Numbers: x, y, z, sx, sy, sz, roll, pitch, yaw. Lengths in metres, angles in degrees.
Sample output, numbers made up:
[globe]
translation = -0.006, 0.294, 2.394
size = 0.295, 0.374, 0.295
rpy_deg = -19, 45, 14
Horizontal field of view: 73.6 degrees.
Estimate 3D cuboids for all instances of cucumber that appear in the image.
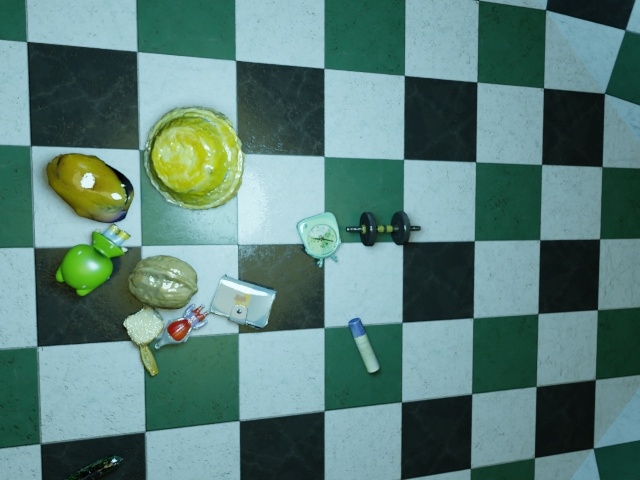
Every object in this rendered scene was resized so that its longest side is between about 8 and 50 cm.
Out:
[cucumber]
translation = -0.845, 0.850, 1.558
size = 0.245, 0.067, 0.067
rpy_deg = -30, 99, -13

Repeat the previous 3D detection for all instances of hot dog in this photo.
[hot dog]
translation = -0.649, 0.441, 1.602
size = 0.044, 0.028, 0.137
rpy_deg = -28, 103, -38

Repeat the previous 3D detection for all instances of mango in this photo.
[mango]
translation = -0.786, -0.182, 1.470
size = 0.287, 0.152, 0.201
rpy_deg = 42, 68, -12

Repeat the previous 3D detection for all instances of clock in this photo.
[clock]
translation = 0.000, 0.000, 1.728
size = 0.159, 0.066, 0.211
rpy_deg = -17, 97, -13

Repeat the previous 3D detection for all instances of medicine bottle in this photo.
[medicine bottle]
translation = 0.182, 0.439, 1.799
size = 0.059, 0.059, 0.231
rpy_deg = -23, 98, -12

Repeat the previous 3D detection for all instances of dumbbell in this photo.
[dumbbell]
translation = 0.261, -0.047, 1.752
size = 0.325, 0.143, 0.143
rpy_deg = -2, 93, -14

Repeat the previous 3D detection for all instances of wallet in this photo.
[wallet]
translation = -0.300, 0.241, 1.664
size = 0.230, 0.069, 0.170
rpy_deg = 20, 83, -9

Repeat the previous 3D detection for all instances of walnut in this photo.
[walnut]
translation = -0.558, 0.149, 1.532
size = 0.244, 0.198, 0.198
rpy_deg = 14, 89, -5

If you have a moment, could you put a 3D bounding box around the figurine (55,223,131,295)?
[figurine]
translation = -0.788, 0.059, 1.498
size = 0.162, 0.143, 0.263
rpy_deg = 42, 72, -18

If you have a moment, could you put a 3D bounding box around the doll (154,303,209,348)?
[doll]
translation = -0.521, 0.327, 1.605
size = 0.227, 0.075, 0.102
rpy_deg = -41, 87, -19

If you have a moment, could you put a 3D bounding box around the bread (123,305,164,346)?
[bread]
translation = -0.650, 0.315, 1.588
size = 0.129, 0.044, 0.126
rpy_deg = -37, 89, -10

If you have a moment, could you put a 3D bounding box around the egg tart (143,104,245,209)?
[egg tart]
translation = -0.454, -0.291, 1.509
size = 0.387, 0.169, 0.388
rpy_deg = 1, 100, 6
